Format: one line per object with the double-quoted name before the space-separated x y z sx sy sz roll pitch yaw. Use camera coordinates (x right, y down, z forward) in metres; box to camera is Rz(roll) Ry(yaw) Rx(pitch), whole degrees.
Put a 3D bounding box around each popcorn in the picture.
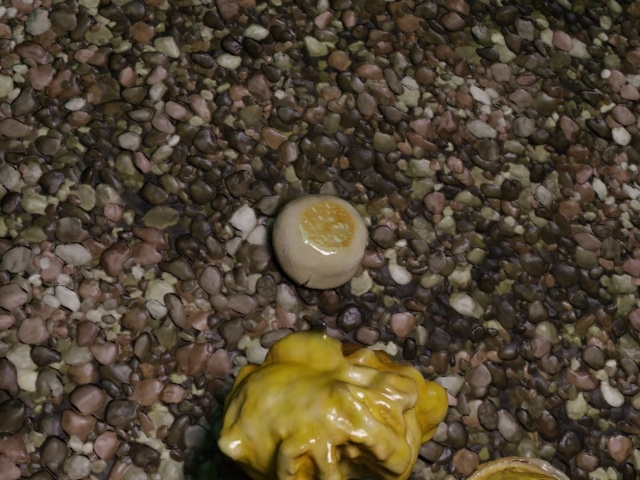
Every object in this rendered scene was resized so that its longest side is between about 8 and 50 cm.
"popcorn" 0.004 0.236 1.767 0.297 0.280 0.316 6 19 27

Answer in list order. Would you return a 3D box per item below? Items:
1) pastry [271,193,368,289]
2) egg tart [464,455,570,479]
"pastry" 0.000 0.000 2.016 0.157 0.092 0.156 4 67 -9
"egg tart" 0.302 0.443 1.863 0.291 0.107 0.290 8 60 -13
